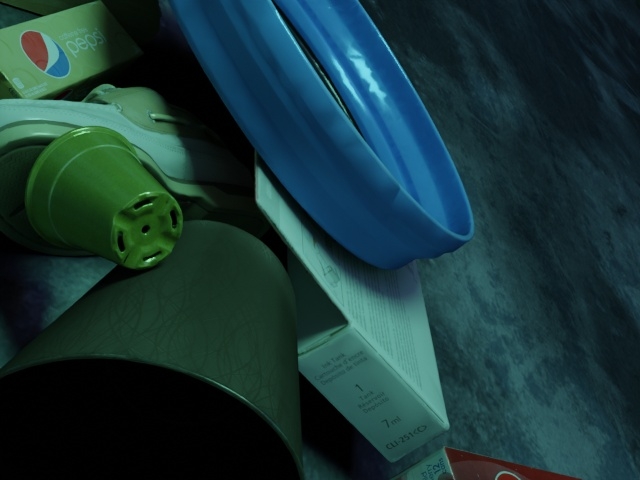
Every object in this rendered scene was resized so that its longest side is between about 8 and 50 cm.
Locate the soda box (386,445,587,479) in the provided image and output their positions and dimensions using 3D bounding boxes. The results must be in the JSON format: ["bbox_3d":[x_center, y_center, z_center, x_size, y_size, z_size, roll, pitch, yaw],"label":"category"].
[{"bbox_3d":[0.164,0.251,0.980,0.263,0.083,0.092,23,41,-44],"label":"soda box"}]

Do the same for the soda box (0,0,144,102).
[{"bbox_3d":[-0.214,-0.134,0.886,0.061,0.058,0.181,51,29,-3],"label":"soda box"}]

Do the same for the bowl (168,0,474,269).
[{"bbox_3d":[-0.005,-0.148,0.968,0.391,0.077,0.391,52,17,-22],"label":"bowl"}]

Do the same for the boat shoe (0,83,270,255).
[{"bbox_3d":[-0.154,-0.056,0.842,0.302,0.113,0.103,20,39,-61],"label":"boat shoe"}]

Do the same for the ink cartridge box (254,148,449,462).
[{"bbox_3d":[0.000,0.000,0.964,0.261,0.066,0.296,49,18,-26],"label":"ink cartridge box"}]

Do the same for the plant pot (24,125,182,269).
[{"bbox_3d":[-0.127,-0.019,0.703,0.083,0.083,0.079,19,9,-46],"label":"plant pot"}]

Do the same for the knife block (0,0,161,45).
[{"bbox_3d":[-0.263,-0.249,0.941,0.276,0.242,0.088,99,-30,-64],"label":"knife block"}]

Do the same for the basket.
[{"bbox_3d":[-0.095,0.086,0.706,0.227,0.204,0.154,-73,162,-67],"label":"basket"}]
